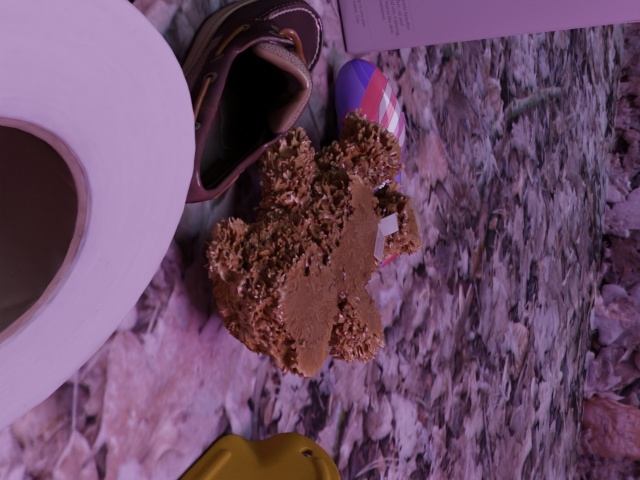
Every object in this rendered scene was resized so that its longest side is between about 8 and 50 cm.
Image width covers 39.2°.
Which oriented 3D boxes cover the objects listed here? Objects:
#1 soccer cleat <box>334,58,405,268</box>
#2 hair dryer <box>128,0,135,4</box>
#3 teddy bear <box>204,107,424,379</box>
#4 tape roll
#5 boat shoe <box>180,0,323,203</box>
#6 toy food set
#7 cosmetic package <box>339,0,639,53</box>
[{"bbox_3d":[0.051,-0.083,1.044,0.095,0.083,0.248,-33,121,-52],"label":"soccer cleat"},{"bbox_3d":[-0.132,-0.260,0.599,0.293,0.080,0.223,-101,-155,-56],"label":"hair dryer"},{"bbox_3d":[0.000,0.000,0.898,0.245,0.113,0.338,59,42,-35],"label":"teddy bear"},{"bbox_3d":[-0.197,-0.017,0.415,0.286,0.100,0.286,-37,151,-25],"label":"tape roll"},{"bbox_3d":[-0.059,-0.128,0.786,0.342,0.123,0.123,-50,133,-50],"label":"boat shoe"},{"bbox_3d":[-0.070,0.257,0.801,0.218,0.128,0.071,-38,147,-55],"label":"toy food set"},{"bbox_3d":[0.204,-0.333,1.018,0.155,0.366,0.196,-38,124,-55],"label":"cosmetic package"}]
